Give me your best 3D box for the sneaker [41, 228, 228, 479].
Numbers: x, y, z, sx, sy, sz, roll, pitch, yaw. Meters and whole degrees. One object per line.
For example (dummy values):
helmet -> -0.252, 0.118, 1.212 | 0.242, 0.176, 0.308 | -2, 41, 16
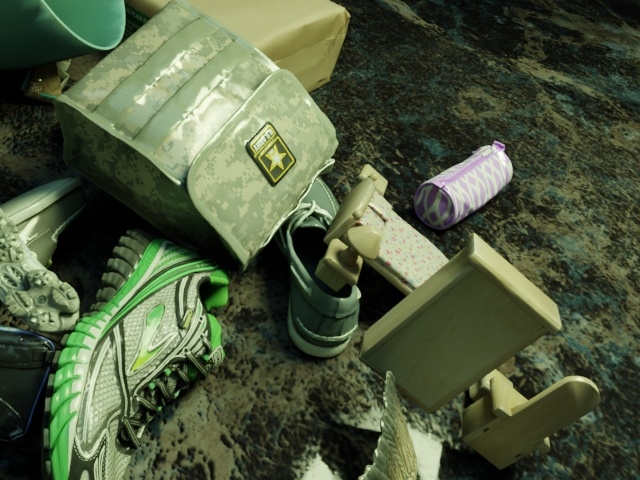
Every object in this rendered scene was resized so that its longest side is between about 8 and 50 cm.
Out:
sneaker -> -0.176, 0.120, 0.628 | 0.146, 0.134, 0.344 | 14, 42, -4

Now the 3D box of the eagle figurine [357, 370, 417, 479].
eagle figurine -> 0.058, 0.271, 0.502 | 0.225, 0.226, 0.298 | 24, 44, 39

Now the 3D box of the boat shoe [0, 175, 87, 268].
boat shoe -> -0.371, 0.025, 0.704 | 0.109, 0.091, 0.305 | -11, 28, 31

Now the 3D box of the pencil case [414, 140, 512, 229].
pencil case -> 0.239, -0.092, 1.009 | 0.086, 0.088, 0.206 | 35, 47, 24

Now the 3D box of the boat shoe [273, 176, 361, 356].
boat shoe -> 0.000, 0.000, 0.831 | 0.116, 0.099, 0.320 | 6, 44, -12

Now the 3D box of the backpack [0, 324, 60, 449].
backpack -> -0.317, 0.134, 0.594 | 0.114, 0.084, 0.105 | 16, 73, -7

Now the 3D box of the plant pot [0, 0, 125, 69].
plant pot -> -0.468, -0.384, 0.893 | 0.235, 0.293, 0.293 | -16, 42, 12

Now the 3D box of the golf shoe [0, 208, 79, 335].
golf shoe -> -0.314, 0.035, 0.628 | 0.069, 0.086, 0.176 | -41, 79, -22

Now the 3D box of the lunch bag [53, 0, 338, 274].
lunch bag -> -0.138, -0.126, 0.774 | 0.287, 0.169, 0.235 | 35, 60, 1

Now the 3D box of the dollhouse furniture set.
dollhouse furniture set -> 0.177, 0.029, 0.757 | 0.303, 0.174, 0.355 | 40, 29, -9

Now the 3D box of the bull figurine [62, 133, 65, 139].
bull figurine -> -0.231, -0.156, 0.928 | 0.310, 0.101, 0.188 | 33, 47, 18

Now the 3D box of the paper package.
paper package -> -0.171, -0.385, 1.141 | 0.324, 0.168, 0.309 | 33, 45, 18

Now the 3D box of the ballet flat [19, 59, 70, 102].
ballet flat -> -0.463, -0.297, 1.049 | 0.067, 0.073, 0.206 | 23, 37, -34
